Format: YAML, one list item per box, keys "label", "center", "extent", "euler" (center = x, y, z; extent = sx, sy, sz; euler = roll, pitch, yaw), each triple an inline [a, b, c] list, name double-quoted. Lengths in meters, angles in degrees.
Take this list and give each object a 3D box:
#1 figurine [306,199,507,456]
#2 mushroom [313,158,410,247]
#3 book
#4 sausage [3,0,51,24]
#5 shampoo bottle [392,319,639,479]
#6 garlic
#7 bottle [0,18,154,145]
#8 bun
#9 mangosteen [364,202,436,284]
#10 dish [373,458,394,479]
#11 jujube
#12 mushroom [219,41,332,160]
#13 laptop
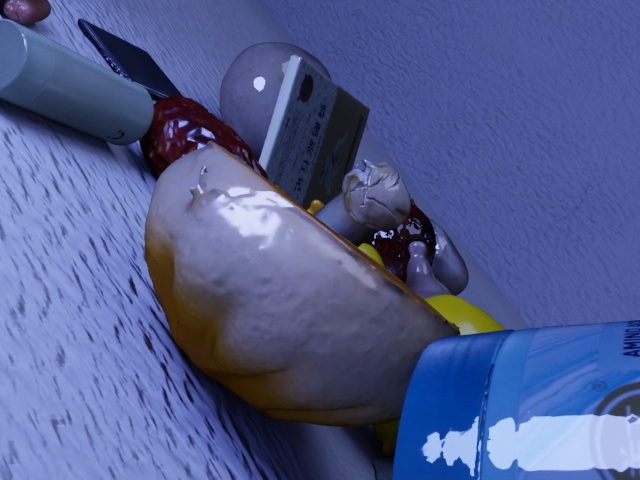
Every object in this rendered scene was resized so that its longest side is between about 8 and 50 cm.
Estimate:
- label: "figurine"
  center: [0.084, 0.104, 1.041]
  extent: [0.343, 0.187, 0.215]
  euler: [49, -4, 37]
- label: "mushroom"
  center: [0.003, -0.001, 0.968]
  extent: [0.092, 0.223, 0.081]
  euler: [2, 57, -57]
- label: "book"
  center: [-0.009, -0.143, 1.427]
  extent: [0.021, 0.216, 0.310]
  euler: [17, 0, 23]
- label: "sausage"
  center: [-0.335, -0.265, 1.044]
  extent: [0.034, 0.034, 0.083]
  euler: [46, 13, -11]
- label: "shampoo bottle"
  center: [0.261, 0.213, 0.601]
  extent: [0.331, 0.343, 0.330]
  euler: [-7, 90, -67]
- label: "garlic"
  center: [0.174, 0.002, 1.756]
  extent: [0.279, 0.132, 0.325]
  euler: [44, 10, -14]
- label: "bottle"
  center: [-0.248, -0.149, 0.894]
  extent: [0.072, 0.072, 0.201]
  euler: [53, 13, 20]
- label: "bun"
  center: [-0.036, 0.055, 0.775]
  extent: [0.299, 0.164, 0.299]
  euler: [37, 0, 0]
- label: "mangosteen"
  center: [0.113, 0.024, 1.452]
  extent: [0.166, 0.166, 0.180]
  euler: [-106, 176, -64]
- label: "dish"
  center: [0.114, 0.262, 0.942]
  extent: [0.137, 0.039, 0.091]
  euler: [34, 18, -46]
- label: "jujube"
  center: [-0.132, -0.089, 1.029]
  extent: [0.176, 0.109, 0.112]
  euler: [50, -22, 21]
- label: "mushroom"
  center: [-0.083, -0.222, 1.507]
  extent: [0.204, 0.204, 0.204]
  euler: [45, 12, -13]
- label: "laptop"
  center: [-0.260, -0.246, 1.293]
  extent: [0.129, 0.016, 0.180]
  euler: [51, 13, 14]
